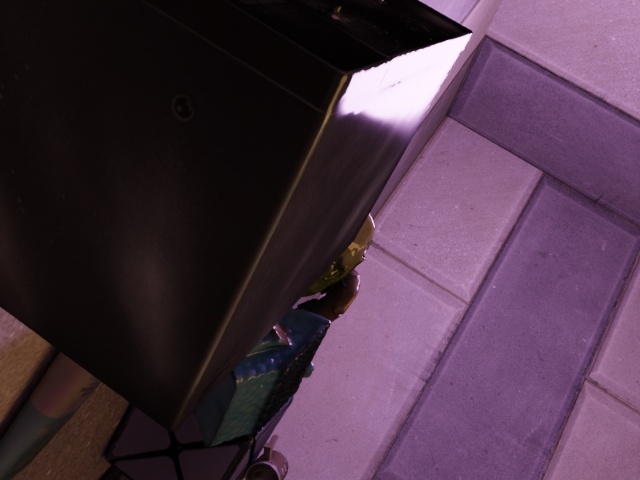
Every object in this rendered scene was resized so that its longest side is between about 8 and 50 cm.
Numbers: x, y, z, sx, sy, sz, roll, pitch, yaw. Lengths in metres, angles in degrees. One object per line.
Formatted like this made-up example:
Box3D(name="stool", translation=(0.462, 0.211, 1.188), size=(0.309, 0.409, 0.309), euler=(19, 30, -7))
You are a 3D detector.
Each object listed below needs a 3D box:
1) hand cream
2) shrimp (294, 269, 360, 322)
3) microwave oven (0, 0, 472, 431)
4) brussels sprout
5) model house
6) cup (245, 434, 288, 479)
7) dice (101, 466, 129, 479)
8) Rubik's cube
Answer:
Box3D(name="hand cream", translation=(-0.332, 0.205, 0.771), size=(0.312, 0.070, 0.111), euler=(-54, 175, 5))
Box3D(name="shrimp", translation=(-0.005, 0.135, 1.459), size=(0.289, 0.075, 0.178), euler=(-37, -160, 51))
Box3D(name="microwave oven", translation=(-0.067, -0.098, 0.589), size=(0.375, 0.236, 0.432), euler=(-62, 170, 28))
Box3D(name="brussels sprout", translation=(0.000, 0.000, 1.330), size=(0.219, 0.210, 0.271), euler=(-29, -174, -43))
Box3D(name="model house", translation=(-0.108, 0.188, 1.091), size=(0.240, 0.226, 0.261), euler=(-5, 140, -30))
Box3D(name="cup", translation=(-0.116, 0.480, 1.311), size=(0.074, 0.102, 0.099), euler=(-19, 175, 9))
Box3D(name="dice", translation=(-0.398, 0.586, 1.373), size=(0.182, 0.183, 0.182), euler=(-63, 171, 24))
Box3D(name="Rubik's cube", translation=(-0.240, 0.380, 1.273), size=(0.255, 0.259, 0.260), euler=(-61, 172, 16))
